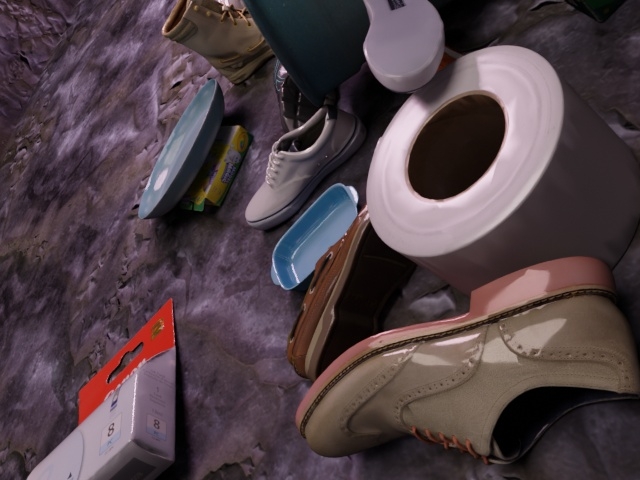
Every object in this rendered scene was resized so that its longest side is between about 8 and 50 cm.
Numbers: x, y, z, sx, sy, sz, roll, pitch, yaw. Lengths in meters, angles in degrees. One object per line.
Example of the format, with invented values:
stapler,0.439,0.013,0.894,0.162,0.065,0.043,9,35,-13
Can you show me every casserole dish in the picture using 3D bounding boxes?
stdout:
casserole dish,0.000,0.000,1.112,0.188,0.037,0.114,-47,38,18

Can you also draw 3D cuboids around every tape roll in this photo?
tape roll,0.193,-0.061,0.810,0.246,0.169,0.246,-29,46,35

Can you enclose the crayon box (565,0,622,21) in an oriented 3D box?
crayon box,0.365,-0.437,0.843,0.318,0.202,0.081,-48,37,16

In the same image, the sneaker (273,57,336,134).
sneaker,-0.033,-0.273,1.320,0.106,0.101,0.267,131,149,-53

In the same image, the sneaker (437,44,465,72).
sneaker,0.172,-0.240,1.056,0.067,0.064,0.175,-59,32,17

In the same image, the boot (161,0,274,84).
boot,-0.167,-0.446,1.484,0.262,0.203,0.095,-34,43,33

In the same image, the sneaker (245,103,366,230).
sneaker,-0.046,-0.123,1.206,0.258,0.091,0.094,-44,38,20

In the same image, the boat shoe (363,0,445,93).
boat shoe,0.102,-0.235,0.890,0.095,0.084,0.258,-11,41,13

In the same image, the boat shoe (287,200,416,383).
boat shoe,0.041,0.038,0.972,0.104,0.111,0.307,24,85,53

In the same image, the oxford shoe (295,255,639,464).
oxford shoe,0.127,0.162,0.763,0.397,0.141,0.146,-36,50,34

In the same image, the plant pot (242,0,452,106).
plant pot,0.058,-0.425,1.088,0.334,0.341,0.341,-28,44,13

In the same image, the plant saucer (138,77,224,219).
plant saucer,-0.274,-0.176,1.510,0.317,0.044,0.317,-49,24,31

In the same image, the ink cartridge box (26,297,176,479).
ink cartridge box,-0.372,0.294,1.272,0.308,0.091,0.385,-44,32,19

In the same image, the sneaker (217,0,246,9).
sneaker,-0.137,-0.556,1.616,0.111,0.103,0.252,-8,60,49

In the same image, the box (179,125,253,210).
box,-0.205,-0.134,1.449,0.105,0.043,0.179,10,71,53
